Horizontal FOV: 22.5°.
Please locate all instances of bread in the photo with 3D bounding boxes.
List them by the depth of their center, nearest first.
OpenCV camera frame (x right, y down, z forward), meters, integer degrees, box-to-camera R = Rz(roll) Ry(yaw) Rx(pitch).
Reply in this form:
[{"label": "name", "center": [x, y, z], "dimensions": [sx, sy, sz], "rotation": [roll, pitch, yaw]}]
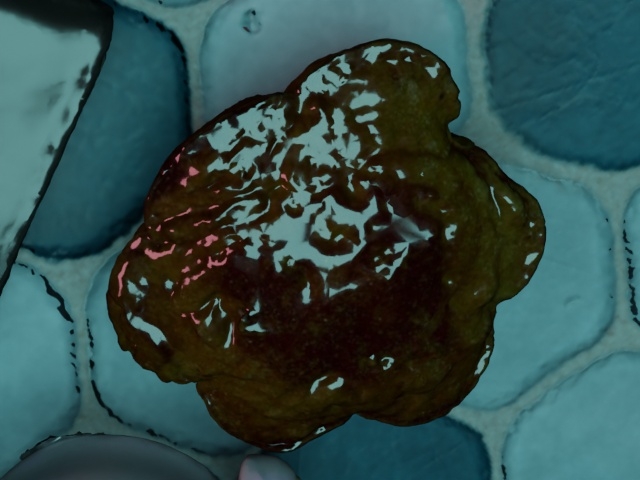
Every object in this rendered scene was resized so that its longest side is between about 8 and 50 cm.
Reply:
[{"label": "bread", "center": [0.001, 0.013, 0.952], "dimensions": [0.247, 0.135, 0.232], "rotation": [-35, 107, 3]}]

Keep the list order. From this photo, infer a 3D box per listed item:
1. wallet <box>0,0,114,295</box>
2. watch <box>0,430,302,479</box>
[{"label": "wallet", "center": [-0.342, -0.112, 0.915], "dimensions": [0.406, 0.062, 0.228], "rotation": [24, 102, -12]}, {"label": "watch", "center": [-0.106, 0.237, 0.965], "dimensions": [0.218, 0.211, 0.248], "rotation": [-3, 113, 0]}]
